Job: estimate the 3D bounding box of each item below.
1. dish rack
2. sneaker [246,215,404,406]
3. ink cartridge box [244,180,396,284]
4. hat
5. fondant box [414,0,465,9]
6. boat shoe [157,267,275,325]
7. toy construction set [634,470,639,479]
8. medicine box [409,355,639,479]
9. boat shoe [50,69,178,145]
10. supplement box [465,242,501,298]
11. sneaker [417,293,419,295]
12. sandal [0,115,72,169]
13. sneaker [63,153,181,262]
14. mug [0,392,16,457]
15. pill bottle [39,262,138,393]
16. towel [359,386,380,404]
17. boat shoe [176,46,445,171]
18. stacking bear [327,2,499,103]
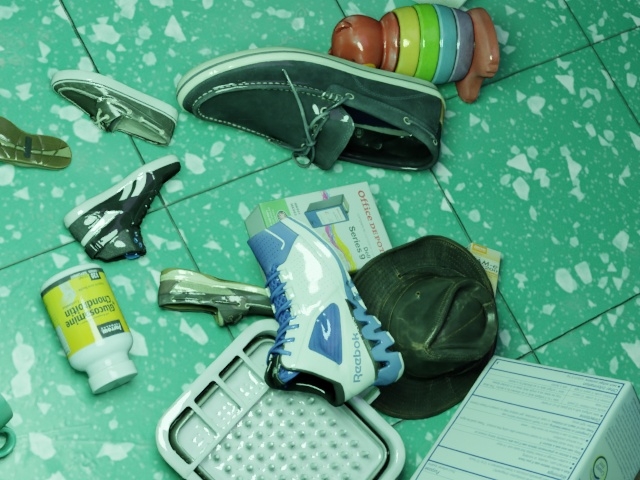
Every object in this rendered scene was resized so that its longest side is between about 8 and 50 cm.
[{"bbox_3d":[-0.063,0.322,1.728,0.333,0.072,0.285,43,67,2],"label":"dish rack"},{"bbox_3d":[-0.028,0.127,1.693,0.182,0.127,0.315,-34,84,-31],"label":"sneaker"},{"bbox_3d":[0.000,0.000,1.882,0.212,0.093,0.154,-11,74,-27],"label":"ink cartridge box"},{"bbox_3d":[0.201,0.148,1.834,0.331,0.134,0.331,0,89,-30],"label":"hat"},{"bbox_3d":[0.216,-0.639,2.216,0.238,0.096,0.330,24,62,-10],"label":"fondant box"},{"bbox_3d":[-0.156,0.104,1.795,0.223,0.080,0.073,14,71,-9],"label":"boat shoe"},{"bbox_3d":[0.484,0.417,1.846,0.237,0.257,0.309,19,43,1],"label":"toy construction set"},{"bbox_3d":[0.337,0.350,1.755,0.289,0.263,0.149,-51,127,-28],"label":"medicine box"},{"bbox_3d":[-0.347,-0.220,1.849,0.219,0.078,0.070,18,63,-15],"label":"boat shoe"},{"bbox_3d":[0.285,0.061,1.995,0.062,0.036,0.098,18,64,-14],"label":"supplement box"},{"bbox_3d":[0.181,0.071,1.940,0.135,0.058,0.052,6,68,-19],"label":"sneaker"},{"bbox_3d":[-0.493,-0.152,1.789,0.180,0.049,0.072,16,70,-30],"label":"sandal"},{"bbox_3d":[-0.297,-0.040,1.803,0.217,0.079,0.121,-34,87,-20],"label":"sneaker"},{"bbox_3d":[-0.508,0.249,1.571,0.158,0.129,0.097,42,61,3],"label":"mug"},{"bbox_3d":[-0.349,0.135,1.692,0.103,0.103,0.184,-21,78,-26],"label":"pill bottle"},{"bbox_3d":[0.008,0.230,1.798,0.152,0.113,0.023,43,18,1],"label":"towel"},{"bbox_3d":[-0.002,-0.215,1.919,0.500,0.187,0.156,7,61,-23],"label":"boat shoe"},{"bbox_3d":[0.161,-0.359,2.056,0.289,0.175,0.164,0,71,-13],"label":"stacking bear"}]
